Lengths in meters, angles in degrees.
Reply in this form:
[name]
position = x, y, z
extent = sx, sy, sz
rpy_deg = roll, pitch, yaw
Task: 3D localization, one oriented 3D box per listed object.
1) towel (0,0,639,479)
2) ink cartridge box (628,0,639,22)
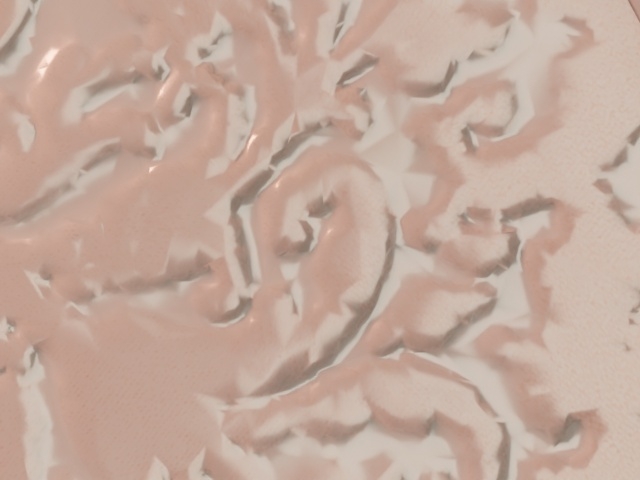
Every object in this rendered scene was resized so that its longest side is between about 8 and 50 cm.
[towel]
position = 0.000, 0.000, 0.605
extent = 0.317, 0.053, 0.332
rpy_deg = 38, 96, 16
[ink cartridge box]
position = 0.220, -0.104, 0.485
extent = 0.272, 0.130, 0.309
rpy_deg = -21, 77, -19
